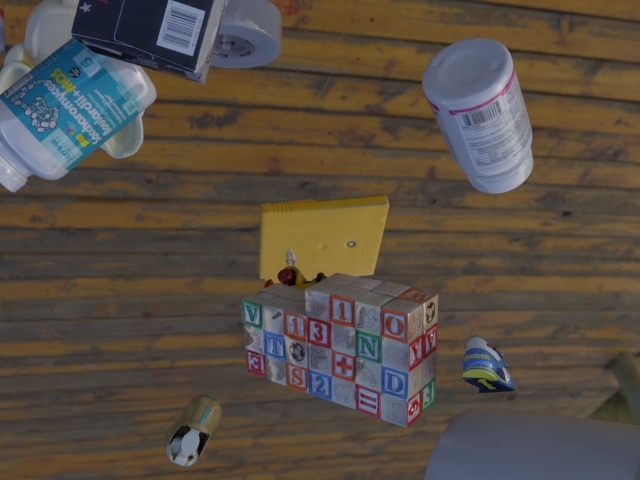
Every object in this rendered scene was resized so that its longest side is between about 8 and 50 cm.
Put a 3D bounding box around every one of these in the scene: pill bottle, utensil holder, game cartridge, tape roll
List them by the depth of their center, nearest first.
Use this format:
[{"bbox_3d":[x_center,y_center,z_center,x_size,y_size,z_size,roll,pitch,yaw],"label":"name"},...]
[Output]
[{"bbox_3d":[-0.389,-0.191,1.054,0.264,0.146,0.146,-43,140,-9],"label":"pill bottle"},{"bbox_3d":[0.406,0.443,1.120,0.328,0.327,0.386,26,160,-37],"label":"utensil holder"},{"bbox_3d":[0.305,-0.223,1.312,0.160,0.160,0.283,-23,140,12],"label":"pill bottle"},{"bbox_3d":[-0.187,-0.421,1.409,0.219,0.072,0.219,1,171,0],"label":"tape roll"},{"bbox_3d":[0.000,0.000,1.831,0.324,0.052,0.285,-3,139,-10],"label":"game cartridge"}]

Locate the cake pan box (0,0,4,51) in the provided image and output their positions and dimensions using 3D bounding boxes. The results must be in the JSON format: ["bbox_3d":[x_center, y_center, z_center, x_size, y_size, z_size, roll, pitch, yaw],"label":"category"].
[{"bbox_3d":[-0.669,-0.489,1.231,0.070,0.245,0.267,-9,169,13],"label":"cake pan box"}]

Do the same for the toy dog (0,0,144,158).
[{"bbox_3d":[-0.505,-0.390,1.491,0.285,0.408,0.395,-2,113,-4],"label":"toy dog"}]

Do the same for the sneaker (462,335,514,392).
[{"bbox_3d":[0.234,0.177,0.973,0.053,0.059,0.144,-11,151,21],"label":"sneaker"}]

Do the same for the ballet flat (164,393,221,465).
[{"bbox_3d":[-0.236,0.352,1.229,0.080,0.073,0.232,22,134,-5],"label":"ballet flat"}]

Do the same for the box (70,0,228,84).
[{"bbox_3d":[-0.194,-0.345,0.898,0.164,0.142,0.247,16,95,-7],"label":"box"}]

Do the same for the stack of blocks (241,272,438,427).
[{"bbox_3d":[0.022,0.142,1.045,0.087,0.297,0.171,-23,116,-51],"label":"stack of blocks"}]

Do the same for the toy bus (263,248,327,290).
[{"bbox_3d":[-0.017,0.120,1.258,0.105,0.191,0.202,-9,98,18],"label":"toy bus"}]
